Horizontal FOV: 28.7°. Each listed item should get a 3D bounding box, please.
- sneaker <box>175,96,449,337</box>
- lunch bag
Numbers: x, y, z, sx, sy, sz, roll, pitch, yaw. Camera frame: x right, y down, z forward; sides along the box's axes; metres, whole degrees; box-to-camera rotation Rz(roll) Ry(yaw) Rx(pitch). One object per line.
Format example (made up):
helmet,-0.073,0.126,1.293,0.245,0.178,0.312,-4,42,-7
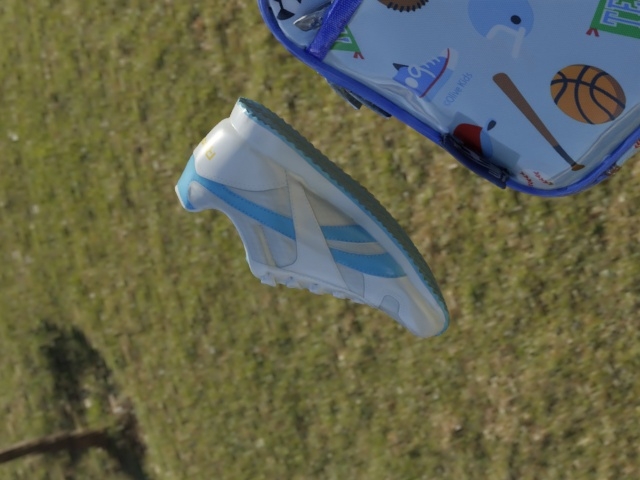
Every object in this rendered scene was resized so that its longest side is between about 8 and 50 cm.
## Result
sneaker,0.000,0.000,0.910,0.229,0.087,0.092,41,101,-15
lunch bag,0.100,-0.161,0.627,0.243,0.115,0.303,32,142,-5
